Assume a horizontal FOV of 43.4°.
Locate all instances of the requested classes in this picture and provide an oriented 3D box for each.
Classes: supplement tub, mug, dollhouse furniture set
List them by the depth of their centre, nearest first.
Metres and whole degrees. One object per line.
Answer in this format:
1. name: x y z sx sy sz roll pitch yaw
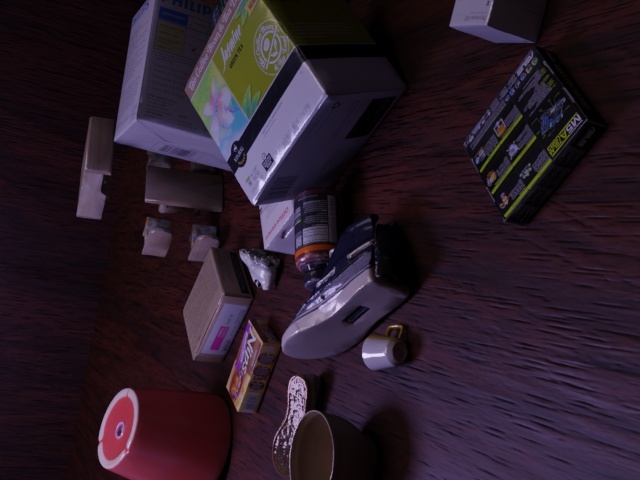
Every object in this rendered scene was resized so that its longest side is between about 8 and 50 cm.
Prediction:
1. mug: 0.114 0.182 1.363 0.064 0.062 0.078 -12 76 53
2. supplement tub: 0.000 0.000 1.604 0.106 0.106 0.198 -38 48 53
3. dollhouse furniture set: -0.458 -0.173 2.236 0.256 0.393 0.362 124 147 -55

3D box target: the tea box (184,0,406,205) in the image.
1. tea box: -0.062 -0.303 1.604 0.324 0.219 0.329 58 136 21

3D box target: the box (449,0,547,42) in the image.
1. box: 0.270 -0.352 1.215 0.101 0.101 0.087 27 106 61

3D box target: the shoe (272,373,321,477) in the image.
1. shoe: -0.042 0.369 1.607 0.076 0.058 0.219 19 103 32

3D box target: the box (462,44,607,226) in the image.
1. box: 0.297 -0.150 1.149 0.191 0.045 0.184 -58 36 34

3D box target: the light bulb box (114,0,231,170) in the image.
1. light bulb box: -0.324 -0.413 2.120 0.225 0.357 0.361 -15 65 59

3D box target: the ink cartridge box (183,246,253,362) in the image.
1. ink cartridge box: -0.270 0.168 2.086 0.235 0.088 0.193 -62 33 29

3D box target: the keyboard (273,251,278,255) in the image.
1. keyboard: -0.118 -0.062 1.936 0.100 0.038 0.192 -60 33 33

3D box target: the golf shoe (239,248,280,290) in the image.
1. golf shoe: -0.155 0.068 1.929 0.176 0.069 0.086 -150 64 -65

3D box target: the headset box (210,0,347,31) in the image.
1. headset box: -0.094 -0.543 1.842 0.283 0.246 0.131 -57 33 35

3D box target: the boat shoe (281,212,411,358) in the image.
1. boat shoe: 0.043 0.090 1.489 0.340 0.127 0.158 -39 39 41

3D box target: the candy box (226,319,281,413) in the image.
1. candy box: -0.155 0.290 1.853 0.109 0.053 0.187 50 125 58

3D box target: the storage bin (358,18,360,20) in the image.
1. storage bin: 0.026 -0.422 1.734 0.098 0.091 0.135 -14 68 61

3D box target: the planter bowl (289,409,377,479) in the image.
1. planter bowl: 0.029 0.381 1.391 0.162 0.109 0.162 -36 49 54

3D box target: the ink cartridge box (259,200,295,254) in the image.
1. ink cartridge box: -0.070 -0.092 1.796 0.148 0.085 0.203 -51 38 42

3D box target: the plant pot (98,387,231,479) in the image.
1. plant pot: -0.392 0.485 1.973 0.275 0.243 0.275 -31 47 40
